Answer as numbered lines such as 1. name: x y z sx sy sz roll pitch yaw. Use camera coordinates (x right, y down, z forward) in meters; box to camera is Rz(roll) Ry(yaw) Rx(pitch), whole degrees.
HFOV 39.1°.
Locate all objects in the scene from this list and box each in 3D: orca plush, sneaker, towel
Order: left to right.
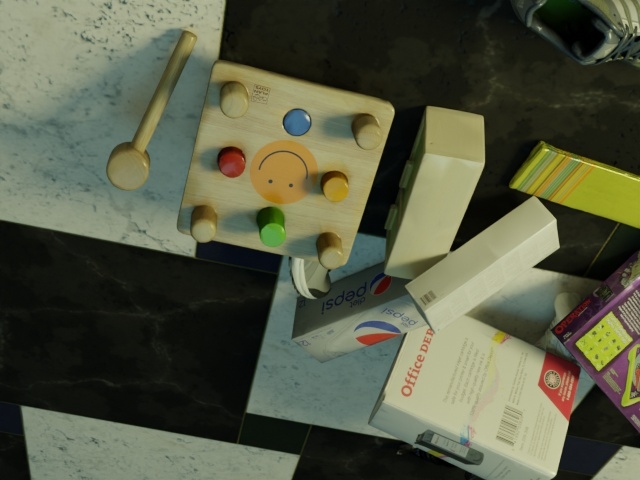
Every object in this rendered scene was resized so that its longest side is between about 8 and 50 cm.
1. sneaker: 0.000 0.000 1.439 0.108 0.100 0.272 -3 138 4
2. orca plush: 0.299 0.453 1.907 0.287 0.102 0.151 -6 137 16
3. sneaker: 0.429 0.179 1.587 0.115 0.090 0.232 -5 135 26
4. towel: 0.409 -0.079 1.345 0.237 0.021 0.102 16 144 -11
5. sneaker: 0.346 -0.249 1.078 0.299 0.121 0.111 18 139 -12

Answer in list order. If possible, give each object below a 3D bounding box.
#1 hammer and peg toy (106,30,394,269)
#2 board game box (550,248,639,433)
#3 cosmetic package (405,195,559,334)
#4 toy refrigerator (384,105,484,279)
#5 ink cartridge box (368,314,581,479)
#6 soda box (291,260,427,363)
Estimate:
1. hammer and peg toy: -0.101 -0.115 1.229 0.361 0.127 0.266 13 114 -11
2. board game box: 0.551 0.183 1.527 0.208 0.056 0.347 -40 125 7
3. cosmetic package: 0.248 0.039 1.372 0.239 0.060 0.099 -35 147 -2
4. toy refrigerator: 0.160 -0.062 1.337 0.094 0.102 0.269 10 140 -3
5. ink cartridge box: 0.267 0.269 1.554 0.306 0.226 0.131 24 146 5
6. soda box: 0.088 0.114 1.555 0.286 0.098 0.091 -25 130 31
